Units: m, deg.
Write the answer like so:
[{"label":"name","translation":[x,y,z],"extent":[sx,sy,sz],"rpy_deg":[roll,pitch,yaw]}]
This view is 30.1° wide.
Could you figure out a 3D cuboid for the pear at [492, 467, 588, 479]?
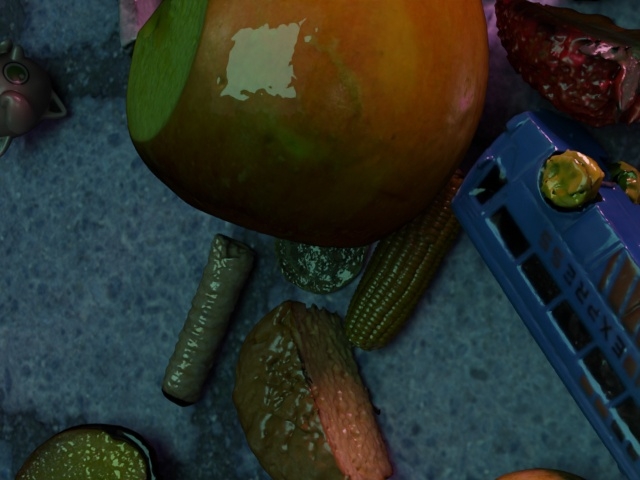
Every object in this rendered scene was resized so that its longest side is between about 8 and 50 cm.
[{"label":"pear","translation":[0.223,0.312,1.199],"extent":[0.178,0.178,0.178],"rpy_deg":[-4,82,29]}]

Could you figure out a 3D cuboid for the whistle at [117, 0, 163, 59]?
[{"label":"whistle","translation":[-0.231,-0.377,1.504],"extent":[0.188,0.168,0.405],"rpy_deg":[-47,56,12]}]

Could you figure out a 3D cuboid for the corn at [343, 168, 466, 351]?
[{"label":"corn","translation":[0.099,0.018,1.348],"extent":[0.080,0.080,0.231],"rpy_deg":[34,105,28]}]

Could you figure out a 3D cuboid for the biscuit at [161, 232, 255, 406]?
[{"label":"biscuit","translation":[-0.144,0.102,1.482],"extent":[0.219,0.061,0.055],"rpy_deg":[-68,16,3]}]

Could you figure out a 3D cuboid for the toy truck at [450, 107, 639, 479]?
[{"label":"toy truck","translation":[0.288,0.049,1.190],"extent":[0.162,0.161,0.385],"rpy_deg":[-42,66,28]}]

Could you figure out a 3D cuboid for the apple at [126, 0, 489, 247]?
[{"label":"apple","translation":[-0.019,-0.185,1.228],"extent":[0.384,0.374,0.374],"rpy_deg":[29,98,31]}]

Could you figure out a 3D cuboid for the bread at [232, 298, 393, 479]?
[{"label":"bread","translation":[-0.016,0.195,1.361],"extent":[0.139,0.143,0.229],"rpy_deg":[-33,65,34]}]

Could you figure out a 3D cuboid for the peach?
[{"label":"peach","translation":[-0.303,0.339,1.538],"extent":[0.279,0.068,0.189],"rpy_deg":[-26,80,23]}]

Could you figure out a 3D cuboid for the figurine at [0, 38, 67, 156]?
[{"label":"figurine","translation":[-0.433,-0.200,1.649],"extent":[0.125,0.125,0.138],"rpy_deg":[-34,84,22]}]

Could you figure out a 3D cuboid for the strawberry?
[{"label":"strawberry","translation":[0.250,-0.189,1.242],"extent":[0.228,0.174,0.098],"rpy_deg":[29,117,33]}]

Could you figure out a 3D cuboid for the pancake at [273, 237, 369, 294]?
[{"label":"pancake","translation":[-0.004,0.005,1.435],"extent":[0.129,0.022,0.116],"rpy_deg":[42,107,27]}]
